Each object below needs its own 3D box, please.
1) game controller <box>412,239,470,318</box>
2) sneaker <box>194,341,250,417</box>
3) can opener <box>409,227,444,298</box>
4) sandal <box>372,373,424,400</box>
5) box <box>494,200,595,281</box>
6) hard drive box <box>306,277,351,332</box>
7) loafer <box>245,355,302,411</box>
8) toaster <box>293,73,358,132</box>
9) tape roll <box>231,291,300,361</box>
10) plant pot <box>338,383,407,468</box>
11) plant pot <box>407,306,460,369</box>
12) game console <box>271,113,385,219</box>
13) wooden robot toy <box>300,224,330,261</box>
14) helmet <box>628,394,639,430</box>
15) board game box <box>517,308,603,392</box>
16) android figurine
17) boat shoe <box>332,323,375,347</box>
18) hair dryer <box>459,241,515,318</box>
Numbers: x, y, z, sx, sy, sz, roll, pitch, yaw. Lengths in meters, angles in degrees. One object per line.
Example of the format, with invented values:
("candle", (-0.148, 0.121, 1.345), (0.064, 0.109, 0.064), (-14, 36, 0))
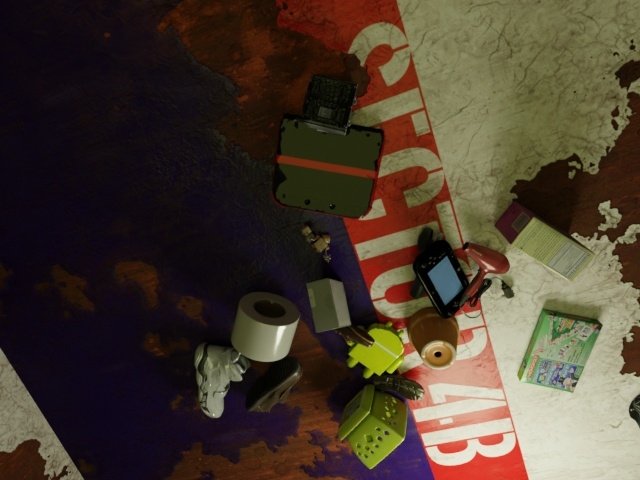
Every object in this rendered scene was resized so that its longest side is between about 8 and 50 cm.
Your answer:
("game controller", (0.456, 0.146, 1.575), (0.166, 0.067, 0.319), (-36, 119, -2))
("sneaker", (-0.421, 0.621, 1.872), (0.210, 0.137, 0.365), (-2, 105, 11))
("can opener", (0.399, 0.088, 1.626), (0.093, 0.074, 0.280), (26, 112, 35))
("sandal", (0.334, 0.613, 1.814), (0.219, 0.060, 0.090), (7, 104, 21))
("box", (0.756, -0.005, 1.458), (0.243, 0.213, 0.117), (31, 110, -3))
("hard drive box", (0.037, 0.243, 1.604), (0.089, 0.232, 0.181), (-15, 77, 12))
("loafer", (-0.185, 0.633, 1.866), (0.130, 0.134, 0.366), (29, 122, -27))
("toaster", (0.024, -0.456, 1.441), (0.186, 0.110, 0.168), (14, 94, 3))
("tape roll", (-0.220, 0.338, 1.693), (0.246, 0.246, 0.169), (18, 110, 1))
("plant pot", (0.212, 0.763, 1.796), (0.207, 0.227, 0.228), (38, 110, 1))
("plant pot", (0.444, 0.390, 1.649), (0.205, 0.188, 0.205), (2, 109, 7))
("game console", (0.020, -0.263, 1.564), (0.387, 0.060, 0.342), (10, 104, 3))
("wooden robot toy", (0.000, 0.000, 1.656), (0.079, 0.076, 0.173), (-44, 100, -17))
("helmet", (1.306, 0.689, 1.646), (0.169, 0.161, 0.169), (2, 109, 7))
("board game box", (0.933, 0.436, 1.673), (0.213, 0.046, 0.317), (12, 110, 5))
("android figurine", (0.232, 0.449, 1.768), (0.248, 0.056, 0.273), (34, 110, -4))
("boat shoe", (0.123, 0.375, 1.717), (0.207, 0.073, 0.073), (31, 99, 34))
("hair dryer", (0.599, 0.133, 1.570), (0.224, 0.080, 0.293), (-24, 102, -9))
